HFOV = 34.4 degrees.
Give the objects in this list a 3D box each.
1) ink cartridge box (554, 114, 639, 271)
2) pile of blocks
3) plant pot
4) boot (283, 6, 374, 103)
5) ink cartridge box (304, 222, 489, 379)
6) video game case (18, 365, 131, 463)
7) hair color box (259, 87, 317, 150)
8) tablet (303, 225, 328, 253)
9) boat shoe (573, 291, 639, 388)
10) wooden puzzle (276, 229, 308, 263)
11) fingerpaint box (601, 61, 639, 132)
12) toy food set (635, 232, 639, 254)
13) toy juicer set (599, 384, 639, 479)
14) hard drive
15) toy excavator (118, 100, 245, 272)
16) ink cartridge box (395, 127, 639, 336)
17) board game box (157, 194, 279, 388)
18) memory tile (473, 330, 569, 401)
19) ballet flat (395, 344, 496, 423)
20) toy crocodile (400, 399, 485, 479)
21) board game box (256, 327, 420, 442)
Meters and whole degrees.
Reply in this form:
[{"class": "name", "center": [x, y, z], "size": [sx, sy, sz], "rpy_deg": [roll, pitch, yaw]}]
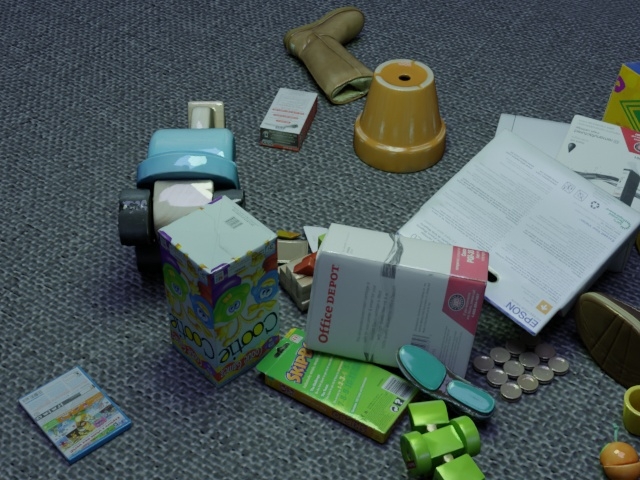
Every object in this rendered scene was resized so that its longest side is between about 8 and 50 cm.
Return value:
[{"class": "ink cartridge box", "center": [0.550, -0.096, 2.049], "size": [0.197, 0.114, 0.272], "rpy_deg": [19, 59, 19]}, {"class": "pile of blocks", "center": [0.098, 0.031, 1.936], "size": [0.362, 0.112, 0.149], "rpy_deg": [-3, 44, -8]}, {"class": "plant pot", "center": [0.175, -0.281, 2.247], "size": [0.205, 0.188, 0.205], "rpy_deg": [0, 41, 0]}, {"class": "boot", "center": [0.063, -0.450, 2.525], "size": [0.236, 0.089, 0.269], "rpy_deg": [-27, 47, -14]}, {"class": "ink cartridge box", "center": [0.130, 0.102, 1.770], "size": [0.283, 0.207, 0.117], "rpy_deg": [11, 30, 5]}, {"class": "video game case", "center": [-0.411, 0.288, 1.726], "size": [0.119, 0.015, 0.166], "rpy_deg": [-29, 49, -30]}, {"class": "hair color box", "center": [-0.071, -0.275, 2.343], "size": [0.093, 0.053, 0.167], "rpy_deg": [11, 41, 10]}, {"class": "tablet", "center": [0.000, 0.000, 2.052], "size": [0.054, 0.006, 0.083], "rpy_deg": [5, 38, -22]}, {"class": "boat shoe", "center": [0.590, 0.197, 1.766], "size": [0.123, 0.123, 0.342], "rpy_deg": [-25, 50, -37]}, {"class": "wooden puzzle", "center": [-0.060, 0.023, 2.032], "size": [0.079, 0.014, 0.116], "rpy_deg": [3, 41, 9]}, {"class": "fingerpaint box", "center": [0.896, -0.247, 2.194], "size": [0.445, 0.163, 0.371], "rpy_deg": [-13, 43, -29]}, {"class": "toy food set", "center": [0.692, 0.018, 1.996], "size": [0.128, 0.071, 0.218], "rpy_deg": [-2, 41, -2]}, {"class": "toy juicer set", "center": [0.590, 0.362, 1.591], "size": [0.329, 0.089, 0.209], "rpy_deg": [27, 48, 26]}, {"class": "hard drive", "center": [0.546, -0.170, 2.230], "size": [0.353, 0.047, 0.233], "rpy_deg": [11, 43, 12]}, {"class": "toy excavator", "center": [-0.238, -0.145, 2.039], "size": [0.222, 0.433, 0.445], "rpy_deg": [1, 69, 1]}, {"class": "ink cartridge box", "center": [0.364, -0.014, 1.902], "size": [0.324, 0.071, 0.330], "rpy_deg": [38, 69, 24]}, {"class": "board game box", "center": [-0.168, 0.090, 1.756], "size": [0.142, 0.275, 0.144], "rpy_deg": [-31, 50, -30]}, {"class": "memory tile", "center": [0.351, 0.219, 1.810], "size": [0.148, 0.012, 0.113], "rpy_deg": [-23, 46, -25]}, {"class": "ballet flat", "center": [0.201, 0.245, 1.722], "size": [0.188, 0.070, 0.070], "rpy_deg": [35, 50, 12]}, {"class": "toy crocodile", "center": [0.213, 0.377, 1.574], "size": [0.115, 0.105, 0.340], "rpy_deg": [-15, 48, -17]}, {"class": "board game box", "center": [0.027, 0.242, 1.765], "size": [0.259, 0.039, 0.124], "rpy_deg": [25, 45, 22]}]
